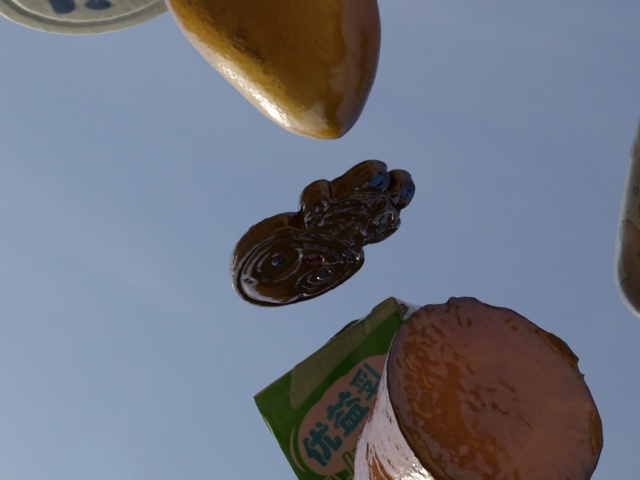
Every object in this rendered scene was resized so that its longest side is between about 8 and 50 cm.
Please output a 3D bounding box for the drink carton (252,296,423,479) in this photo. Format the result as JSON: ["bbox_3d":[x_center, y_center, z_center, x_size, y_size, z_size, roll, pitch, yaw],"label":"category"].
[{"bbox_3d":[0.083,0.197,1.252,0.161,0.108,0.271,-37,-111,14],"label":"drink carton"}]

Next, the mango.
[{"bbox_3d":[-0.031,-0.172,1.089,0.145,0.112,0.219,-24,-77,23],"label":"mango"}]

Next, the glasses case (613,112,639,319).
[{"bbox_3d":[0.261,-0.028,1.115,0.081,0.051,0.204,36,-48,47],"label":"glasses case"}]

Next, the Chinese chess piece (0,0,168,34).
[{"bbox_3d":[-0.230,-0.310,1.496,0.257,0.257,0.104,-29,-120,29],"label":"Chinese chess piece"}]

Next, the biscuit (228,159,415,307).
[{"bbox_3d":[0.000,0.000,1.224,0.175,0.124,0.026,-42,-127,27],"label":"biscuit"}]

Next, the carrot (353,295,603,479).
[{"bbox_3d":[0.085,0.159,1.067,0.225,0.159,0.159,119,-38,-53],"label":"carrot"}]
